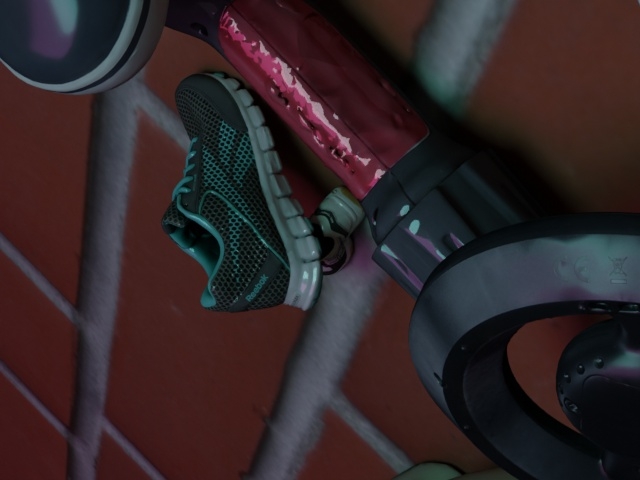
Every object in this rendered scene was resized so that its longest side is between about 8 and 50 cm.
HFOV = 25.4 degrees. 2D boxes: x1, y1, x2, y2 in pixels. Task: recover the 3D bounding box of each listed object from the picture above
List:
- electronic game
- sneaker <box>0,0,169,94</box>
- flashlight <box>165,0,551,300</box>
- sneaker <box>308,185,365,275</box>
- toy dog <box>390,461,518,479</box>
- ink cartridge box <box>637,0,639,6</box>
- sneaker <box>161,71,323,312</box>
[{"bbox_3d":[0.150,0.066,0.628,0.229,0.048,0.229,15,146,11],"label":"electronic game"},{"bbox_3d":[-0.168,-0.215,0.614,0.126,0.127,0.321,-19,88,29],"label":"sneaker"},{"bbox_3d":[-0.013,-0.086,0.694,0.304,0.103,0.103,47,149,8],"label":"flashlight"},{"bbox_3d":[0.000,0.000,0.848,0.032,0.037,0.083,40,152,16],"label":"sneaker"},{"bbox_3d":[0.037,0.342,0.811,0.284,0.408,0.395,45,152,9],"label":"toy dog"},{"bbox_3d":[0.152,-0.109,0.470,0.099,0.056,0.135,7,130,51],"label":"ink cartridge box"},{"bbox_3d":[-0.060,-0.028,0.824,0.166,0.076,0.065,64,154,27],"label":"sneaker"}]
